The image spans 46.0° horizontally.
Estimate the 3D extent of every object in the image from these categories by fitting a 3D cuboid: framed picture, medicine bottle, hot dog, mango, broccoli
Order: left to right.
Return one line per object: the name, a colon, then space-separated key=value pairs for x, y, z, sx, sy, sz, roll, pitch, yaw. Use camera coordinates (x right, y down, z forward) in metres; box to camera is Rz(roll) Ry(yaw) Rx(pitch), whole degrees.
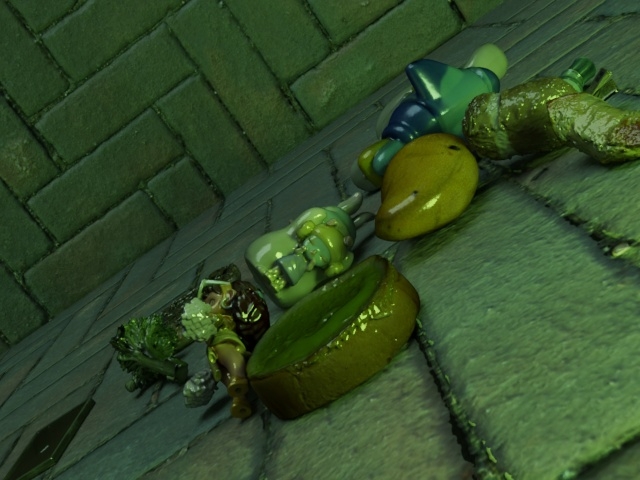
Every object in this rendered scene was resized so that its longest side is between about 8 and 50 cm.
framed picture: x=-0.508 y=0.381 z=1.397 sx=0.150 sy=0.015 sz=0.203 roll=-33 pitch=14 yaw=13
broccoli: x=-0.282 y=0.204 z=1.302 sx=0.122 sy=0.118 sz=0.204 roll=-30 pitch=26 yaw=-27
mango: x=0.158 y=-0.073 z=1.124 sx=0.157 sy=0.109 sz=0.262 roll=-16 pitch=29 yaw=32
medicine bottle: x=0.369 y=-0.224 z=1.215 sx=0.208 sy=0.053 sz=0.090 roll=-43 pitch=17 yaw=-23
hot dog: x=0.354 y=-0.134 z=0.938 sx=0.078 sy=0.061 sz=0.169 roll=-43 pitch=40 yaw=0

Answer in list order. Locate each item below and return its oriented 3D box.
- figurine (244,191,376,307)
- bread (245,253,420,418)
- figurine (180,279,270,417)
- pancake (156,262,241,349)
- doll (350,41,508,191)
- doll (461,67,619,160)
figurine: x=0.000 y=0.000 z=1.222 sx=0.235 sy=0.127 sz=0.155 roll=-36 pitch=-5 yaw=-12
bread: x=0.015 y=0.112 z=0.917 sx=0.236 sy=0.070 sz=0.236 roll=-35 pitch=13 yaw=9
figurine: x=-0.126 y=0.141 z=1.037 sx=0.116 sy=0.174 sz=0.240 roll=3 pitch=28 yaw=-1
pancake: x=-0.270 y=0.146 z=1.537 sx=0.282 sy=0.049 sz=0.282 roll=-35 pitch=13 yaw=9
doll: x=0.204 y=-0.212 z=1.377 sx=0.376 sy=0.187 sz=0.365 roll=-61 pitch=0 yaw=13
doll: x=0.314 y=-0.178 z=1.085 sx=0.221 sy=0.105 sz=0.115 roll=-10 pitch=5 yaw=17
